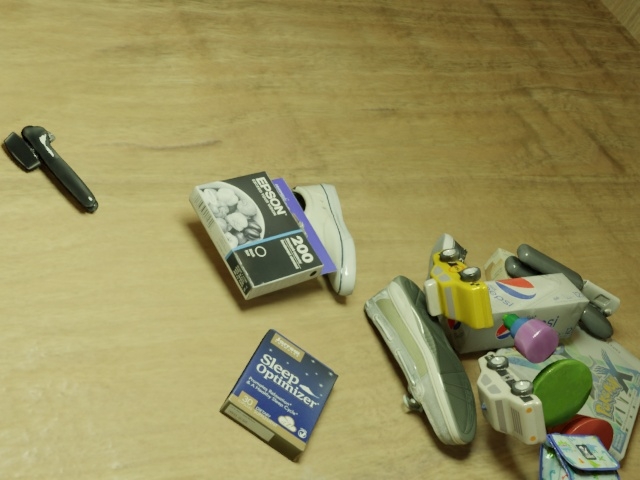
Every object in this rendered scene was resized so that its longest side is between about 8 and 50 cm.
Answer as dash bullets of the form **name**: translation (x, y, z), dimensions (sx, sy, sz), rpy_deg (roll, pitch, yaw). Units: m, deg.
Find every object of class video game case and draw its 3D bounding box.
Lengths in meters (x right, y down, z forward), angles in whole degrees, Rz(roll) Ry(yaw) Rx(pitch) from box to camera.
- **video game case**: translation (0.497, 0.247, 2.161), dimensions (0.300, 0.036, 0.329), rpy_deg (39, 35, 4)

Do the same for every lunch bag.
- **lunch bag**: translation (0.435, 0.399, 1.850), dimensions (0.129, 0.096, 0.151), rpy_deg (9, 62, -36)

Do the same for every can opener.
- **can opener**: translation (-0.425, -0.115, 1.781), dimensions (0.186, 0.073, 0.059), rpy_deg (44, -4, 5)
- **can opener**: translation (0.494, 0.099, 2.212), dimensions (0.280, 0.074, 0.093), rpy_deg (31, 29, -21)

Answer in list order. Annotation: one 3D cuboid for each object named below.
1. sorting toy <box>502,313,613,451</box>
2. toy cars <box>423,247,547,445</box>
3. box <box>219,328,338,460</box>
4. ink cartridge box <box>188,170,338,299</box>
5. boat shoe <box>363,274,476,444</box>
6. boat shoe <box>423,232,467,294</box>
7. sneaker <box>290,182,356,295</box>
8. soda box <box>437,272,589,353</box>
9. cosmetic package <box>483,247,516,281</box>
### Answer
- **sorting toy**: translation (0.389, 0.252, 1.905), dimensions (0.126, 0.127, 0.365), rpy_deg (43, -14, 54)
- **toy cars**: translation (0.257, 0.176, 1.845), dimensions (0.087, 0.176, 0.393), rpy_deg (-17, 64, -10)
- **box**: translation (-0.055, 0.224, 1.712), dimensions (0.136, 0.036, 0.225), rpy_deg (35, 33, -3)
- **ink cartridge box**: translation (-0.087, -0.019, 1.851), dimensions (0.208, 0.045, 0.206), rpy_deg (-16, 67, -40)
- **boat shoe**: translation (0.169, 0.212, 1.880), dimensions (0.118, 0.103, 0.320), rpy_deg (22, 38, -53)
- **boat shoe**: translation (0.250, 0.070, 2.126), dimensions (0.076, 0.080, 0.228), rpy_deg (30, 28, -7)
- **sneaker**: translation (0.000, 0.000, 1.991), dimensions (0.091, 0.094, 0.258), rpy_deg (-2, 44, -15)
- **soda box**: translation (0.362, 0.134, 2.071), dimensions (0.286, 0.098, 0.091), rpy_deg (-5, 39, -32)
- **cosmetic package**: translation (0.369, 0.077, 2.228), dimensions (0.041, 0.060, 0.115), rpy_deg (21, 36, -19)
